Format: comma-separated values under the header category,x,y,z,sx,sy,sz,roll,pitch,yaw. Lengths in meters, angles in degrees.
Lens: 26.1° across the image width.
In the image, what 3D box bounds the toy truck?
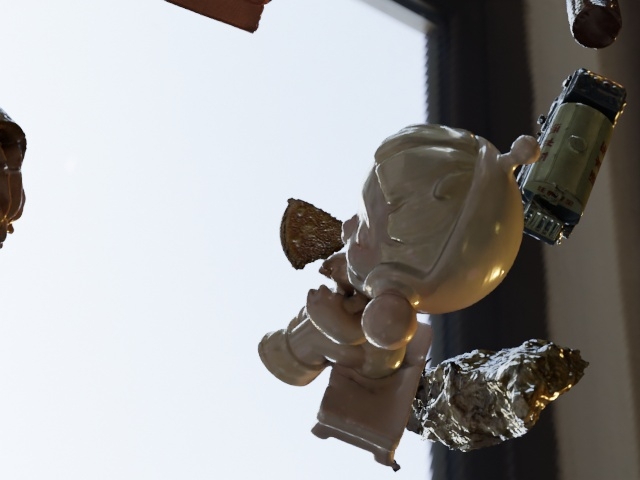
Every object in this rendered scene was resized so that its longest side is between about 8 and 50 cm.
category,x,y,z,sx,sy,sz,roll,pitch,yaw
toy truck,0.238,-0.082,1.338,0.202,0.074,0.088,-61,174,-37

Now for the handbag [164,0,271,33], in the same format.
category,x,y,z,sx,sy,sz,roll,pitch,yaw
handbag,-0.112,-0.385,1.743,0.059,0.157,0.212,-68,178,-80

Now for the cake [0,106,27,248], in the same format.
category,x,y,z,sx,sy,sz,roll,pitch,yaw
cake,-0.391,-0.052,1.415,0.178,0.207,0.185,58,-21,21

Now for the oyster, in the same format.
category,x,y,z,sx,sy,sz,roll,pitch,yaw
oyster,0.237,0.175,1.779,0.204,0.111,0.396,-32,-175,-21

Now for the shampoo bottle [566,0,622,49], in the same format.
category,x,y,z,sx,sy,sz,roll,pitch,yaw
shampoo bottle,0.352,-0.315,1.785,0.236,0.067,0.068,-77,169,-59

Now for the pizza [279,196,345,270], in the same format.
category,x,y,z,sx,sy,sz,roll,pitch,yaw
pizza,-0.014,0.003,1.625,0.099,0.100,0.029,-58,166,-39

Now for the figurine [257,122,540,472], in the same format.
category,x,y,z,sx,sy,sz,roll,pitch,yaw
figurine,0.064,0.024,0.973,0.144,0.182,0.257,37,-51,15
